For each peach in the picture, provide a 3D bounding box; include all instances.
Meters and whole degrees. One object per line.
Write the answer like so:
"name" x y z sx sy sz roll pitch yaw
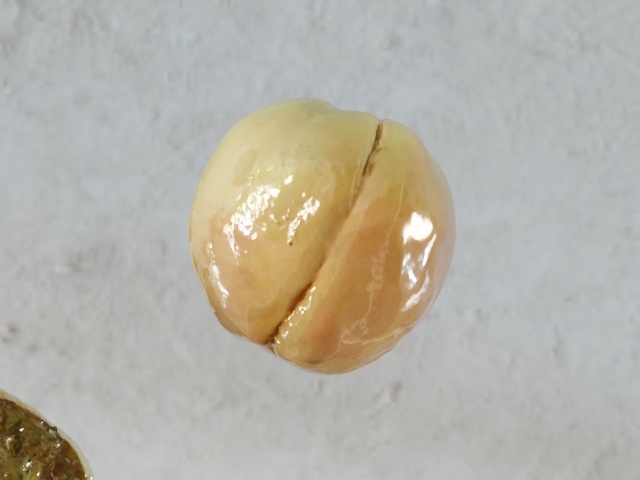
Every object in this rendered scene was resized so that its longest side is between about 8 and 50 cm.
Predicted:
"peach" 0.000 0.000 1.128 0.184 0.184 0.184 -2 142 -2

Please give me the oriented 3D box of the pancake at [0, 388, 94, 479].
"pancake" -0.364 0.273 1.473 0.356 0.356 0.065 1 -175 -6
